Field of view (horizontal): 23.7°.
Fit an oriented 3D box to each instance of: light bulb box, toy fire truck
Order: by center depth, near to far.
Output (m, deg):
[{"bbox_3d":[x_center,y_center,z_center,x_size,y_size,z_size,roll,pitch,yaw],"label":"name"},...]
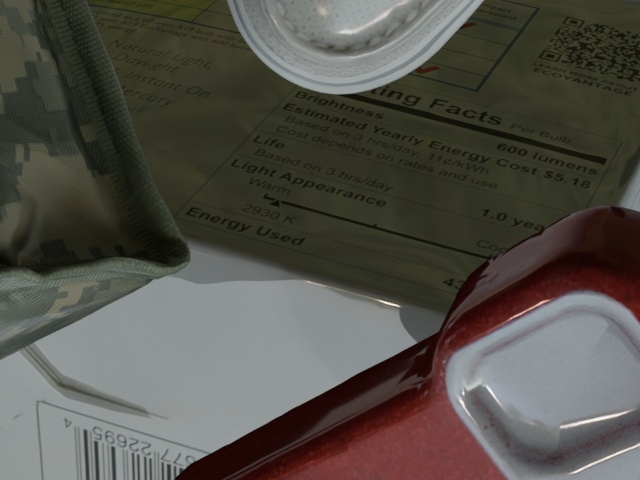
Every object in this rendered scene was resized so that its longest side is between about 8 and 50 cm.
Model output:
[{"bbox_3d":[0.084,0.161,0.485,0.302,0.254,0.169,52,-144,-8],"label":"toy fire truck"},{"bbox_3d":[0.000,0.000,0.861,0.358,0.225,0.361,15,-145,18],"label":"light bulb box"}]

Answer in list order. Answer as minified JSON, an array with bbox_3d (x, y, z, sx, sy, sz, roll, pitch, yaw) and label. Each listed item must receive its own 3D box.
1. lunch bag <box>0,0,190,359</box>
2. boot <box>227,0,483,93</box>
[{"bbox_3d":[-0.208,-0.072,0.459,0.169,0.235,0.287,-16,-99,-54],"label":"lunch bag"},{"bbox_3d":[0.040,-0.136,0.353,0.095,0.258,0.123,24,-156,-4],"label":"boot"}]
